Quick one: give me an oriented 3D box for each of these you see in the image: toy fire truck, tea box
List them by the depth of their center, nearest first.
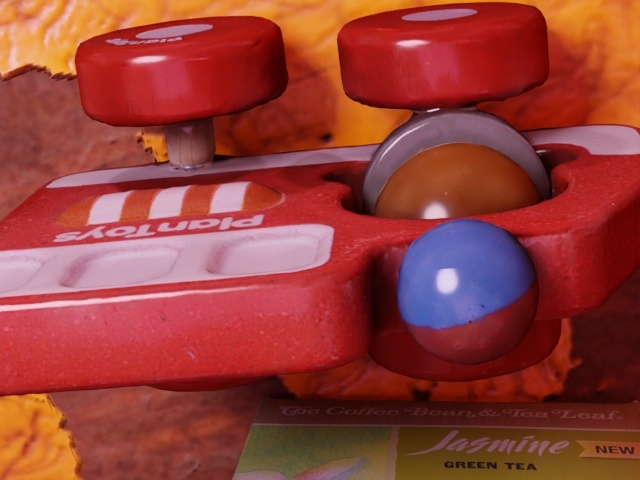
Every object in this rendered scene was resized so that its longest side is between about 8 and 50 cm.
[{"bbox_3d":[0.000,0.000,0.553,0.302,0.254,0.169,-3,107,6],"label":"toy fire truck"},{"bbox_3d":[0.059,0.284,0.602,0.220,0.323,0.329,0,108,5],"label":"tea box"}]
